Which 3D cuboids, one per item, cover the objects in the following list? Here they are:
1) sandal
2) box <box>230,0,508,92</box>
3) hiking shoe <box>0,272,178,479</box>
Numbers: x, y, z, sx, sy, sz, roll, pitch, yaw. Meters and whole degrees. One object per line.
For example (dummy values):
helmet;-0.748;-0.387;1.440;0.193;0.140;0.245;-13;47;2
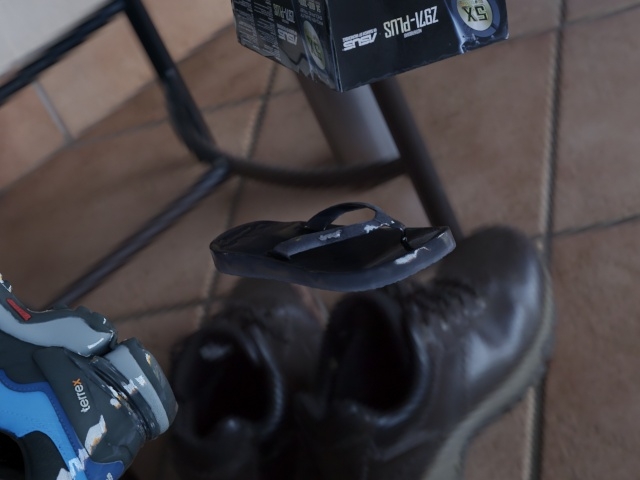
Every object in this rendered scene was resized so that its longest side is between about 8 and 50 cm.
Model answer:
sandal;-0.001;0.000;1.382;0.254;0.054;0.097;1;25;36
box;0.032;-0.186;1.175;0.147;0.078;0.180;-20;26;-22
hiking shoe;-0.246;0.080;1.005;0.304;0.113;0.132;21;57;25
